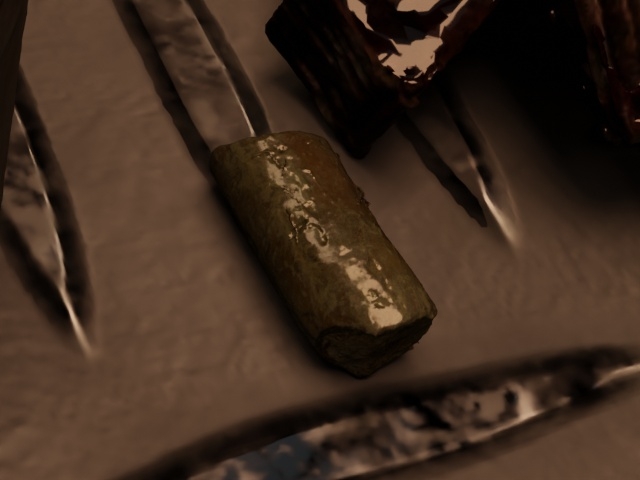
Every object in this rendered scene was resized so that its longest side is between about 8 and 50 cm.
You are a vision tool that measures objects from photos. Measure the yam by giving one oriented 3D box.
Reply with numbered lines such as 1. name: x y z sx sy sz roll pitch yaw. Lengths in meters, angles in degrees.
1. yam: 0.000 0.000 0.510 0.043 0.043 0.094 -16 61 -26

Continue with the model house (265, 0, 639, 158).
1. model house: 0.080 -0.100 0.577 0.203 0.141 0.164 -9 78 3

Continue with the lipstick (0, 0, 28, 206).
1. lipstick: -0.104 -0.089 0.335 0.080 0.371 0.076 17 52 -3
